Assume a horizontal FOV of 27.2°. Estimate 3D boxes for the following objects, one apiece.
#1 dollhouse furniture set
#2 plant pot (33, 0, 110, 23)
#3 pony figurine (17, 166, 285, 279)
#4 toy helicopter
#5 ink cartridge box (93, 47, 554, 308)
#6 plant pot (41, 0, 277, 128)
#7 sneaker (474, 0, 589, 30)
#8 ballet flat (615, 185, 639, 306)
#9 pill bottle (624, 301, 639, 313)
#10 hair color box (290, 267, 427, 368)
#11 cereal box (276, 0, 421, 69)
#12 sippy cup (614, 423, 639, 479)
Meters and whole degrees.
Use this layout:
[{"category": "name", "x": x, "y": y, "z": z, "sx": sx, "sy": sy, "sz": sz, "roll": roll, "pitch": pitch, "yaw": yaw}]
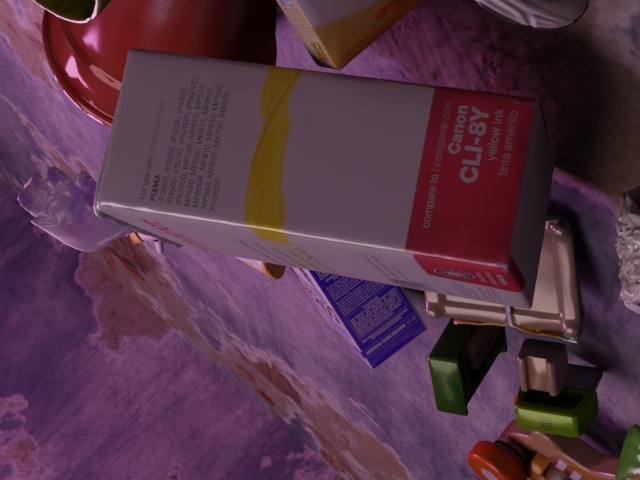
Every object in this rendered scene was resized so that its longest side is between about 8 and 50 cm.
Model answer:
[{"category": "dollhouse furniture set", "x": 0.233, "y": 0.059, "z": 1.560, "sx": 0.197, "sy": 0.151, "sz": 0.302, "roll": 6, "pitch": 124, "yaw": 29}, {"category": "plant pot", "x": -0.185, "y": -0.390, "z": 1.158, "sx": 0.275, "sy": 0.293, "sz": 0.275, "roll": 40, "pitch": 162, "yaw": 16}, {"category": "pony figurine", "x": -0.257, "y": -0.075, "z": 2.101, "sx": 0.363, "sy": 0.303, "sz": 0.351, "roll": 5, "pitch": 147, "yaw": 41}, {"category": "toy helicopter", "x": 0.370, "y": 0.317, "z": 1.710, "sx": 0.235, "sy": 0.140, "sz": 0.355, "roll": 49, "pitch": 159, "yaw": -15}, {"category": "ink cartridge box", "x": 0.017, "y": -0.055, "z": 1.272, "sx": 0.384, "sy": 0.160, "sz": 0.279, "roll": 9, "pitch": 173, "yaw": 14}, {"category": "plant pot", "x": -0.151, "y": -0.285, "z": 1.407, "sx": 0.272, "sy": 0.272, "sz": 0.265, "roll": 44, "pitch": 153, "yaw": 6}, {"category": "sneaker", "x": 0.123, "y": -0.271, "z": 1.064, "sx": 0.262, "sy": 0.121, "sz": 0.099, "roll": 29, "pitch": -157, "yaw": -15}, {"category": "ballet flat", "x": 0.360, "y": -0.010, "z": 1.055, "sx": 0.147, "sy": 0.147, "sz": 0.409, "roll": 50, "pitch": 161, "yaw": -12}, {"category": "pill bottle", "x": 0.361, "y": 0.069, "z": 1.306, "sx": 0.116, "sy": 0.065, "sz": 0.065, "roll": 31, "pitch": 157, "yaw": 40}, {"category": "hair color box", "x": 0.000, "y": 0.000, "z": 1.829, "sx": 0.339, "sy": 0.110, "sz": 0.185, "roll": 59, "pitch": 172, "yaw": -31}, {"category": "cereal box", "x": 0.009, "y": -0.292, "z": 1.134, "sx": 0.240, "sy": 0.173, "sz": 0.047, "roll": 56, "pitch": 164, "yaw": -29}, {"category": "sippy cup", "x": 0.455, "y": 0.263, "z": 1.294, "sx": 0.305, "sy": 0.240, "sz": 0.224, "roll": 55, "pitch": 172, "yaw": 0}]
